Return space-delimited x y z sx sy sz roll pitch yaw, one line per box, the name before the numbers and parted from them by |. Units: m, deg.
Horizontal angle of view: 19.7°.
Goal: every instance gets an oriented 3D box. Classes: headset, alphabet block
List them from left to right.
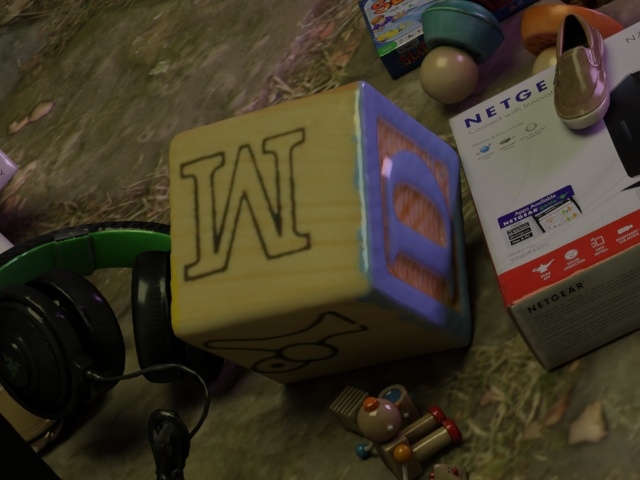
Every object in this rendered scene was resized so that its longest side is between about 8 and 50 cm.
headset | -0.184 0.107 1.703 0.243 0.185 0.394 -13 26 -15
alphabet block | 0.000 0.000 1.595 0.197 0.192 0.193 -13 65 27

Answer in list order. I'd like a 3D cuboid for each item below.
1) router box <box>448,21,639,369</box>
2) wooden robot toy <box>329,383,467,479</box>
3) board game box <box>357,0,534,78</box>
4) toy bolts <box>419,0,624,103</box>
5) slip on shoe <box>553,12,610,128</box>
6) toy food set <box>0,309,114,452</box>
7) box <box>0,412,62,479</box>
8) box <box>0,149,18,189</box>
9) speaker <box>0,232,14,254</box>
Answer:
router box | 0.295 -0.074 1.584 0.335 0.082 0.301 -27 33 11
wooden robot toy | 0.060 0.147 1.505 0.076 0.079 0.173 -38 33 -7
board game box | 0.146 -0.266 2.005 0.201 0.035 0.136 -29 33 8
toy bolts | 0.164 -0.223 1.803 0.228 0.218 0.159 -5 65 57
slip on shoe | 0.228 -0.151 1.625 0.051 0.041 0.135 -16 37 26
toy food set | -0.271 0.158 1.825 0.132 0.038 0.192 -8 45 45
box | -0.361 0.213 1.687 0.261 0.184 0.103 6 49 45
box | -0.504 0.024 2.114 0.322 0.058 0.232 -50 18 -25
speaker | -0.362 0.023 2.053 0.055 0.055 0.136 -41 34 -10
